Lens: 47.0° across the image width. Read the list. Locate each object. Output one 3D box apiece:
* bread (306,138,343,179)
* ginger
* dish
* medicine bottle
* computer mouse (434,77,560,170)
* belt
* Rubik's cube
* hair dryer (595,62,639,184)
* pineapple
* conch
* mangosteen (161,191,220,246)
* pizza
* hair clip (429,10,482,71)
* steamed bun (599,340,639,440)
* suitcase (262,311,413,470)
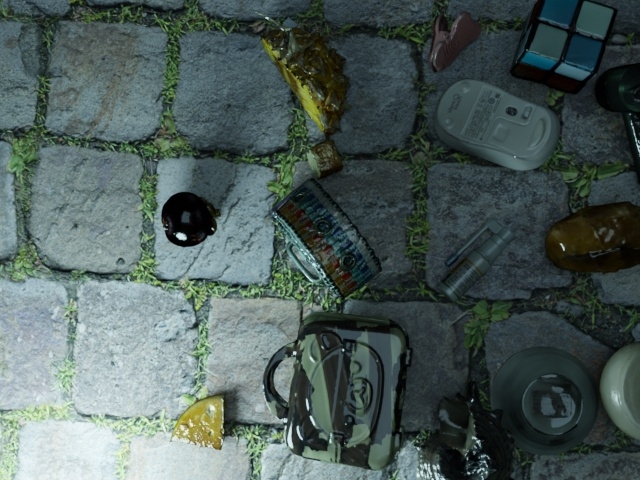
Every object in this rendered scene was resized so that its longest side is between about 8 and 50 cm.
[{"bbox_3d":[0.011,-0.200,1.821,0.070,0.077,0.083,-20,85,-10],"label":"bread"},{"bbox_3d":[0.695,-0.003,1.727,0.321,0.172,0.165,2,48,4],"label":"ginger"},{"bbox_3d":[0.541,0.385,1.744,0.260,0.085,0.260,0,85,2],"label":"dish"},{"bbox_3d":[0.371,0.045,1.793,0.220,0.061,0.092,-44,66,-2],"label":"medicine bottle"},{"bbox_3d":[0.429,-0.279,1.784,0.296,0.121,0.184,19,89,18],"label":"computer mouse"},{"bbox_3d":[0.000,0.000,1.738,0.160,0.207,0.295,-39,83,-3],"label":"belt"},{"bbox_3d":[0.575,-0.472,1.758,0.183,0.180,0.167,18,86,6],"label":"Rubik's cube"},{"bbox_3d":[0.757,-0.263,1.717,0.116,0.244,0.303,-17,100,7],"label":"hair dryer"},{"bbox_3d":[-0.016,-0.432,1.794,0.161,0.158,0.335,-32,84,0],"label":"pineapple"},{"bbox_3d":[0.333,0.491,1.714,0.240,0.186,0.313,12,104,26],"label":"conch"},{"bbox_3d":[-0.314,-0.055,1.807,0.151,0.137,0.137,-16,84,-33],"label":"mangosteen"},{"bbox_3d":[-0.279,0.454,1.800,0.131,0.041,0.178,38,88,7],"label":"pizza"},{"bbox_3d":[0.327,-0.488,1.811,0.102,0.123,0.138,7,80,32],"label":"hair clip"},{"bbox_3d":[0.755,0.349,1.706,0.231,0.145,0.232,1,78,-6],"label":"steamed bun"},{"bbox_3d":[0.036,0.340,1.722,0.339,0.194,0.352,6,85,10],"label":"suitcase"}]
